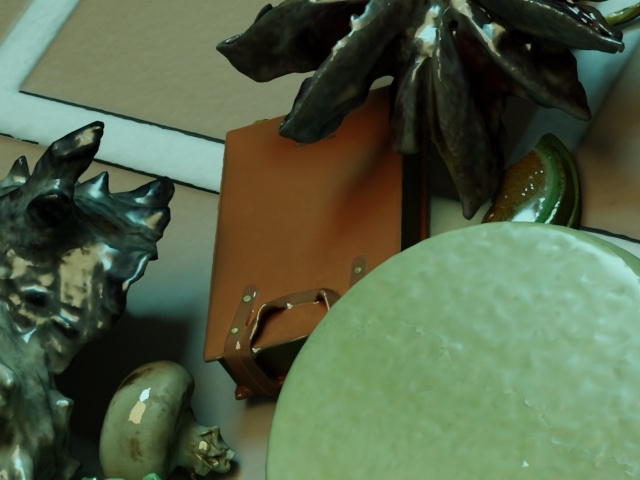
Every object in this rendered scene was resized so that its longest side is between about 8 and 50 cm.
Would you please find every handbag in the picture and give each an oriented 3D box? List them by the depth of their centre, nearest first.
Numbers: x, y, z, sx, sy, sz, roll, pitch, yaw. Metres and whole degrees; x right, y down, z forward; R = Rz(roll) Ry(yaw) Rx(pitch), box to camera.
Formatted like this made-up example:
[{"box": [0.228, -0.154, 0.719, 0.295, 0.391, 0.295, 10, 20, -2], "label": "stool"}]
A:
[{"box": [0.000, 0.000, 1.202, 0.127, 0.063, 0.190, -14, 48, 21], "label": "handbag"}]

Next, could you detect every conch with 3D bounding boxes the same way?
[{"box": [-0.205, 0.069, 1.175, 0.313, 0.186, 0.240, -48, 42, -3], "label": "conch"}]

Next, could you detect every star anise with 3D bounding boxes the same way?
[{"box": [0.075, -0.130, 1.174, 0.282, 0.129, 0.212, -12, 48, 8], "label": "star anise"}]

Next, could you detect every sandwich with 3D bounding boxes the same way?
[{"box": [0.115, -0.009, 1.160, 0.067, 0.029, 0.135, 14, 64, 36], "label": "sandwich"}]

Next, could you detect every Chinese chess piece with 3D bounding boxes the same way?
[{"box": [0.093, 0.112, 1.018, 0.250, 0.101, 0.250, -16, 54, 24], "label": "Chinese chess piece"}]

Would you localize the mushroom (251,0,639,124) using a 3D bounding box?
[{"box": [0.077, -0.100, 1.262, 0.286, 0.028, 0.026, -17, 7, 18], "label": "mushroom"}]

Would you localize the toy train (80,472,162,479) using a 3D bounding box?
[{"box": [-0.113, 0.196, 1.109, 0.149, 0.081, 0.099, -41, 46, 4], "label": "toy train"}]

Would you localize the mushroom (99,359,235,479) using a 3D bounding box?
[{"box": [-0.088, 0.115, 1.164, 0.079, 0.085, 0.085, 14, 60, 5], "label": "mushroom"}]
